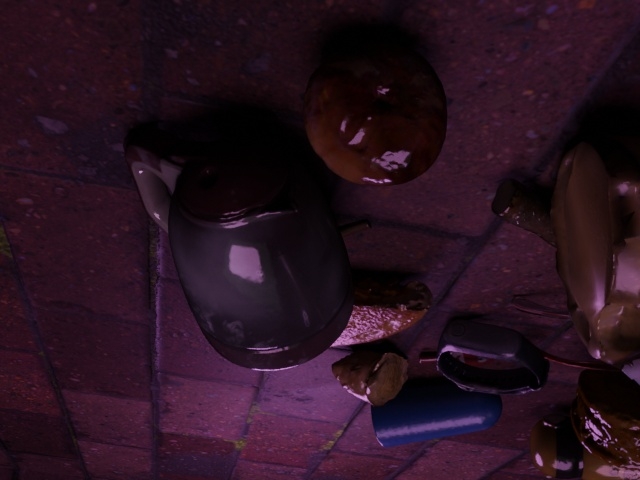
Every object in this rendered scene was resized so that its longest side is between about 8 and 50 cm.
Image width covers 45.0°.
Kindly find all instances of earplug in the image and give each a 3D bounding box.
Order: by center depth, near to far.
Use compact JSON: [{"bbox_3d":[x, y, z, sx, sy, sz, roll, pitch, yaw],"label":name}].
[{"bbox_3d":[0.259,0.370,1.684,0.273,0.132,0.132,-12,145,22],"label":"earplug"}]

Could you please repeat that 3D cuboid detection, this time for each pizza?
[{"bbox_3d":[0.034,0.110,1.314,0.229,0.081,0.289,23,145,-39],"label":"pizza"}]

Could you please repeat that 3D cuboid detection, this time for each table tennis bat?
[{"bbox_3d":[0.275,0.232,1.552,0.155,0.019,0.098,-5,148,12],"label":"table tennis bat"}]

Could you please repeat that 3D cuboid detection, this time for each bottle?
[{"bbox_3d":[0.653,0.471,1.741,0.351,0.171,0.171,0,149,10],"label":"bottle"}]

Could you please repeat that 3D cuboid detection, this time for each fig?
[{"bbox_3d":[0.041,-0.122,0.871,0.160,0.143,0.231,46,148,-5],"label":"fig"}]

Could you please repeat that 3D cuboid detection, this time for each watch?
[{"bbox_3d":[0.318,0.224,1.439,0.206,0.068,0.193,6,145,27],"label":"watch"}]

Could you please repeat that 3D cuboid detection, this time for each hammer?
[{"bbox_3d":[0.000,0.000,1.201,0.182,0.017,0.062,-16,144,30],"label":"hammer"}]

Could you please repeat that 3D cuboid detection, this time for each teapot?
[{"bbox_3d":[-0.120,-0.019,1.030,0.315,0.233,0.312,22,148,26],"label":"teapot"}]

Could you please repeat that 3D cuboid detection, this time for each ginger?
[{"bbox_3d":[0.104,0.281,1.602,0.123,0.115,0.193,15,164,29],"label":"ginger"}]

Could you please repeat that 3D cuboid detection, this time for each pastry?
[{"bbox_3d":[0.593,0.311,1.430,0.235,0.240,0.132,-12,122,-11],"label":"pastry"}]

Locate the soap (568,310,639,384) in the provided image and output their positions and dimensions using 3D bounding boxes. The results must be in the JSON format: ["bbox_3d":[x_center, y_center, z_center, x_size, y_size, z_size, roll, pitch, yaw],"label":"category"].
[{"bbox_3d":[0.523,0.086,1.070,0.115,0.208,0.347,28,144,-30],"label":"soap"}]

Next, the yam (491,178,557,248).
[{"bbox_3d":[0.332,-0.016,1.074,0.253,0.061,0.061,25,145,-31],"label":"yam"}]

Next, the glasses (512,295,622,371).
[{"bbox_3d":[0.474,0.183,1.335,0.268,0.118,0.234,-3,150,15],"label":"glasses"}]

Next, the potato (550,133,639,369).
[{"bbox_3d":[0.416,-0.001,0.939,0.242,0.285,0.242,-11,-175,1],"label":"potato"}]
